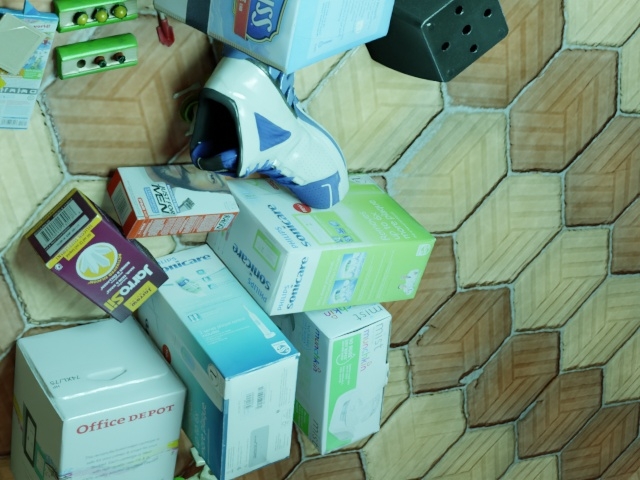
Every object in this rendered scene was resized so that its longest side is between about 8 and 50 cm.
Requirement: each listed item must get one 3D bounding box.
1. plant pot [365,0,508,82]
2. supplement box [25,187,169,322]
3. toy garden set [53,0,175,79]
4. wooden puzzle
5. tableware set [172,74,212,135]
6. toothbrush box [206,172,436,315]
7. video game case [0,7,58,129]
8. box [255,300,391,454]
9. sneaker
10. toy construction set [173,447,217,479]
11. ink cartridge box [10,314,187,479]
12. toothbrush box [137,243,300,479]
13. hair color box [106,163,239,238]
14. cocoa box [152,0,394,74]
[{"bbox_3d":[0.165,-0.341,1.826,0.187,0.167,0.188,-38,139,-6],"label":"plant pot"},{"bbox_3d":[-0.319,0.024,1.803,0.104,0.081,0.188,-44,139,-1],"label":"supplement box"},{"bbox_3d":[-0.238,-0.328,1.605,0.203,0.049,0.244,-17,132,-28],"label":"toy garden set"},{"bbox_3d":[-0.385,-0.244,1.549,0.116,0.014,0.078,-45,145,6],"label":"wooden puzzle"},{"bbox_3d":[-0.149,-0.174,1.820,0.104,0.024,0.154,-31,136,-15],"label":"tableware set"},{"bbox_3d":[0.000,0.000,1.942,0.283,0.206,0.122,-5,126,-35],"label":"toothbrush box"},{"bbox_3d":[-0.407,-0.216,1.580,0.119,0.015,0.166,-1,127,-38],"label":"video game case"},{"bbox_3d":[0.000,0.175,2.067,0.126,0.231,0.262,-18,133,-27],"label":"box"},{"bbox_3d":[-0.094,-0.136,1.781,0.182,0.127,0.315,-54,136,-24],"label":"sneaker"},{"bbox_3d":[-0.221,0.495,2.212,0.215,0.151,0.328,2,116,-11],"label":"toy construction set"},{"bbox_3d":[-0.345,0.290,1.911,0.198,0.197,0.270,-11,129,-31],"label":"ink cartridge box"},{"bbox_3d":[-0.163,0.180,1.893,0.126,0.295,0.216,-16,132,-27],"label":"toothbrush box"},{"bbox_3d":[-0.212,-0.059,1.804,0.167,0.093,0.053,-5,148,-37],"label":"hair color box"},{"bbox_3d":[-0.030,-0.418,1.518,0.231,0.228,0.347,-30,141,-47],"label":"cocoa box"}]
